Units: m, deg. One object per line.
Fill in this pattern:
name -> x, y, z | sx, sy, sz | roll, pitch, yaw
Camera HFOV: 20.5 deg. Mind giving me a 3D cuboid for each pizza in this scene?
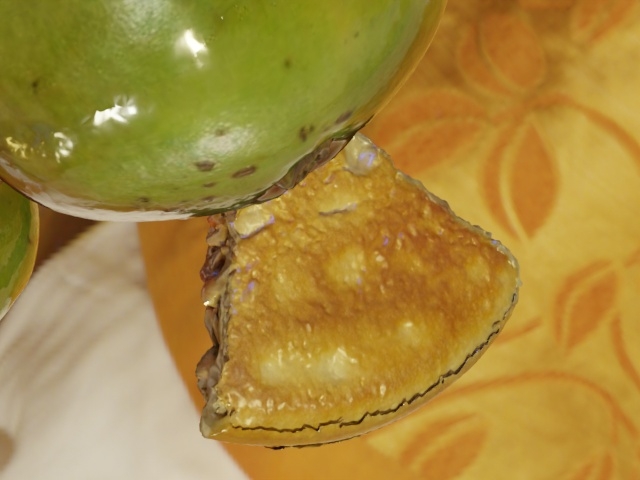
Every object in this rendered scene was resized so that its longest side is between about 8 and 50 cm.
pizza -> 0.000, 0.000, 0.861 | 0.201, 0.193, 0.053 | -14, 171, -34

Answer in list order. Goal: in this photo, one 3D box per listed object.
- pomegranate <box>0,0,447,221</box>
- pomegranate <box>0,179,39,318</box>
pomegranate -> -0.057, -0.110, 0.575 | 0.180, 0.180, 0.210 | -25, 87, 4
pomegranate -> -0.169, -0.011, 0.736 | 0.129, 0.159, 0.129 | 3, 84, -34
